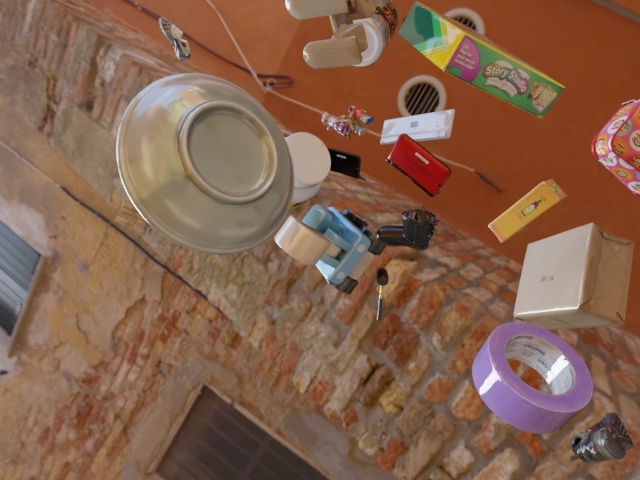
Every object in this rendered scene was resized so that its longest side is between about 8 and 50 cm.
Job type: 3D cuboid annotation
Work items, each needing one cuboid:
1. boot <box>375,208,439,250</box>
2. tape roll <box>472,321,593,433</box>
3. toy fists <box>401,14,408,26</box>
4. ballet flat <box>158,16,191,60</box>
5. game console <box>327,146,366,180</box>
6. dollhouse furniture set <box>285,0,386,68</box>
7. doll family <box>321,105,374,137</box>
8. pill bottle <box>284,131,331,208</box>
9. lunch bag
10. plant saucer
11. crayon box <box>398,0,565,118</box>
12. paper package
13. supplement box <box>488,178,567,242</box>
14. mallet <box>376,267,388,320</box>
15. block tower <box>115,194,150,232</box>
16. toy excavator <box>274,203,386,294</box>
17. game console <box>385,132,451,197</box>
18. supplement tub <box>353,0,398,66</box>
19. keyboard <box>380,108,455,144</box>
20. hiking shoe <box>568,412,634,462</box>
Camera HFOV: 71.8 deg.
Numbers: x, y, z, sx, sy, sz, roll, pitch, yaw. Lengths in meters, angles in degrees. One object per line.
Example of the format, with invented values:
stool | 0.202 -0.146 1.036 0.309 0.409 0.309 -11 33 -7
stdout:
boot | 0.171 -0.025 0.886 0.099 0.121 0.045 81 -155 -59
tape roll | 0.388 0.249 0.819 0.189 0.189 0.080 -42 -27 -43
toy fists | 0.415 -0.786 1.667 0.279 0.143 0.096 -112 27 -59
ballet flat | -0.341 -0.481 1.054 0.041 0.041 0.114 -51 -27 -17
game console | 0.079 -0.234 1.357 0.071 0.122 0.107 -42 -36 -45
dollhouse furniture set | -0.018 -0.685 1.081 0.394 0.257 0.362 65 -143 -48
doll family | 0.104 -0.529 2.017 0.263 0.163 0.118 -25 -37 -36
pill bottle | -0.108 -0.179 1.270 0.188 0.188 0.334 -49 12 -26
lunch bag | 1.028 -0.295 1.368 0.258 0.293 0.120 -50 5 -1
plant saucer | -0.203 -0.173 0.924 0.101 0.400 0.400 -16 24 51
crayon box | 0.433 -0.498 1.217 0.106 0.363 0.313 -60 30 32
paper package | 0.847 0.134 1.505 0.325 0.168 0.309 134 156 -72
supplement box | 0.650 -0.091 1.395 0.080 0.078 0.233 -17 -22 -37
mallet | 0.198 0.186 1.444 0.062 0.039 0.189 -79 -10 -70
block tower | -0.511 -0.195 1.364 0.335 0.091 0.097 -65 9 1
toy excavator | 0.000 0.000 1.356 0.445 0.433 0.222 28 -78 -35
game console | 0.233 -0.175 1.023 0.085 0.144 0.124 -40 -14 -38
supplement tub | 0.190 -0.828 1.725 0.193 0.194 0.316 109 -175 -49
keyboard | 0.250 -0.299 1.178 0.014 0.256 0.072 16 -92 -34
hiking shoe | 0.646 0.463 1.032 0.114 0.086 0.227 -35 -31 32
